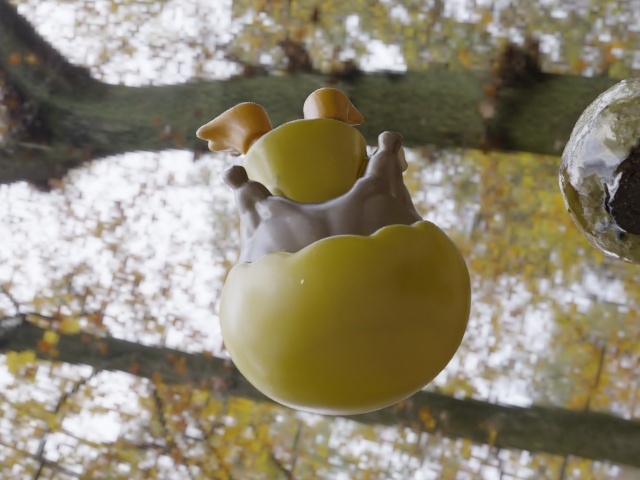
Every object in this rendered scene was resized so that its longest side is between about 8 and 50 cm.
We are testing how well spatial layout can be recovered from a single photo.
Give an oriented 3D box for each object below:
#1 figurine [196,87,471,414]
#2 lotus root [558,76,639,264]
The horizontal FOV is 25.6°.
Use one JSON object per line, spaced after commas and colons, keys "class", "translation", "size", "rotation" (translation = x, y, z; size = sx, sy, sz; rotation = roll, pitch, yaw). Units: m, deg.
{"class": "figurine", "translation": [0.000, 0.000, 1.249], "size": [0.215, 0.344, 0.187], "rotation": [-23, -42, 1]}
{"class": "lotus root", "translation": [0.247, -0.056, 1.059], "size": [0.214, 0.138, 0.139], "rotation": [-27, -58, -70]}
